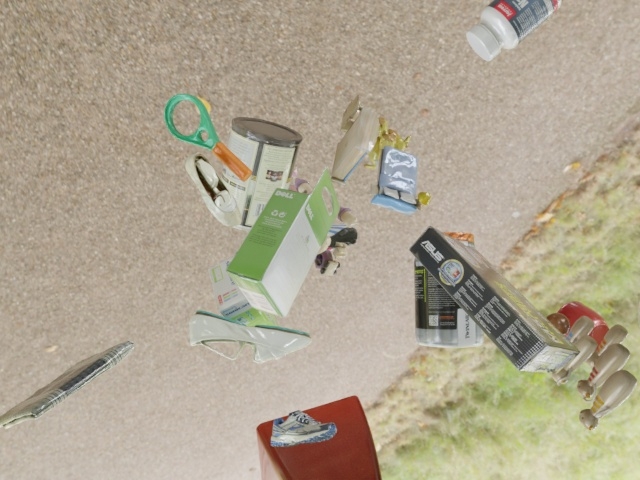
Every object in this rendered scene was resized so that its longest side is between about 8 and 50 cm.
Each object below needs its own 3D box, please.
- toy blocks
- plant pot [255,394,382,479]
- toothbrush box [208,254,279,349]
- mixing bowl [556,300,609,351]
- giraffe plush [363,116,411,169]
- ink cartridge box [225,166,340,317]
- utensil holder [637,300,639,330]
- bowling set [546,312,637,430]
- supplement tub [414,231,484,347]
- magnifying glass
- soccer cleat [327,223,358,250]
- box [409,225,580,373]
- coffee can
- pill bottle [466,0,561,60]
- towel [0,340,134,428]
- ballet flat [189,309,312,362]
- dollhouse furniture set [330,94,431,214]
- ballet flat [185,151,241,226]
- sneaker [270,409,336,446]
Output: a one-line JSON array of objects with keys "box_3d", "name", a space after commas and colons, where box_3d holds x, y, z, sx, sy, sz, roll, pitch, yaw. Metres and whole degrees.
[{"box_3d": [-0.070, -0.063, 1.877, 0.308, 0.260, 0.289, 6, 123, -40], "name": "toy blocks"}, {"box_3d": [0.017, 0.573, 1.268, 0.267, 0.236, 0.268, -12, 119, -19], "name": "plant pot"}, {"box_3d": [-0.262, 0.221, 1.901, 0.122, 0.206, 0.283, -26, 137, 1], "name": "toothbrush box"}, {"box_3d": [0.763, 0.273, 1.554, 0.181, 0.098, 0.182, -3, 98, -27], "name": "mixing bowl"}, {"box_3d": [0.260, -0.372, 2.087, 0.170, 0.181, 0.211, -21, 100, -38], "name": "giraffe plush"}, {"box_3d": [-0.048, -0.004, 0.803, 0.209, 0.062, 0.109, -62, 151, -26], "name": "ink cartridge box"}, {"box_3d": [0.798, 0.169, 1.032, 0.328, 0.327, 0.385, -52, 160, 13], "name": "utensil holder"}, {"box_3d": [0.573, 0.259, 1.219, 0.287, 0.199, 0.154, -31, 151, -58], "name": "bowling set"}, {"box_3d": [0.365, 0.141, 1.544, 0.193, 0.193, 0.316, 4, 83, -39], "name": "supplement tub"}, {"box_3d": [-0.228, -0.207, 1.100, 0.092, 0.231, 0.026, -49, 171, 20], "name": "magnifying glass"}, {"box_3d": [0.000, 0.000, 2.330, 0.330, 0.143, 0.116, -11, 107, -23], "name": "soccer cleat"}, {"box_3d": [0.297, 0.103, 0.922, 0.060, 0.270, 0.216, -49, 143, 16], "name": "box"}, {"box_3d": [-0.181, -0.188, 1.540, 0.201, 0.201, 0.276, -1, 118, -37], "name": "coffee can"}, {"box_3d": [0.410, -0.479, 1.161, 0.180, 0.108, 0.108, -41, 140, 9], "name": "pill bottle"}, {"box_3d": [-0.697, 0.403, 1.477, 0.324, 0.056, 0.312, -24, -170, 40], "name": "towel"}, {"box_3d": [-0.231, 0.326, 1.729, 0.399, 0.139, 0.139, 11, 127, 3], "name": "ballet flat"}, {"box_3d": [0.219, -0.271, 1.609, 0.303, 0.287, 0.198, 18, 153, -15], "name": "dollhouse furniture set"}, {"box_3d": [-0.208, -0.098, 1.061, 0.057, 0.052, 0.168, -43, 102, -33], "name": "ballet flat"}, {"box_3d": [-0.034, 0.322, 0.937, 0.135, 0.058, 0.052, -19, 153, 29], "name": "sneaker"}]
